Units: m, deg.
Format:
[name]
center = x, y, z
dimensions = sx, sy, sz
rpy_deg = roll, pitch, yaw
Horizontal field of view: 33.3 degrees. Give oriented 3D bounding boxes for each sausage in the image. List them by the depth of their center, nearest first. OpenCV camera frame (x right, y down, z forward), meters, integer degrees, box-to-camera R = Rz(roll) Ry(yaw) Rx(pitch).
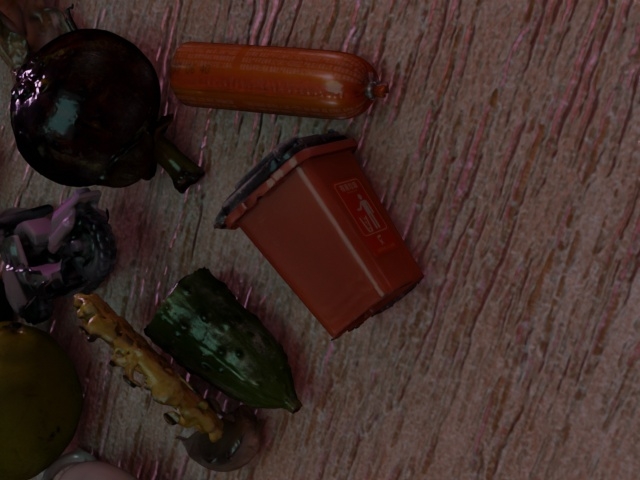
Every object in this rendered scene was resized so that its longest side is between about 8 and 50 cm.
[sausage]
center = -0.049, -0.209, 1.405
dimensions = 0.312, 0.093, 0.092
rpy_deg = 9, 102, 29

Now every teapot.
[teapot]
center = -0.319, 0.413, 1.646
dimensions = 0.298, 0.139, 0.204
rpy_deg = 20, 140, 25

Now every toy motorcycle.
[toy motorcycle]
center = -0.413, 0.007, 1.627
dimensions = 0.327, 0.143, 0.188
rpy_deg = -30, 79, 48

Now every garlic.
[garlic]
center = -0.138, 0.299, 1.562
dimensions = 0.152, 0.066, 0.084
rpy_deg = -33, 53, 27

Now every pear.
[pear]
center = -0.480, 0.255, 1.678
dimensions = 0.212, 0.212, 0.269
rpy_deg = 15, 110, 29

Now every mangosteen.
[mangosteen]
center = -0.298, -0.162, 1.519
dimensions = 0.289, 0.231, 0.231
rpy_deg = 36, 122, -21

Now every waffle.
[waffle]
center = -0.243, 0.178, 1.500
dimensions = 0.060, 0.262, 0.280
rpy_deg = -48, 29, -7

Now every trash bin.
[trash bin]
center = 0.000, 0.000, 1.371
dimensions = 0.184, 0.161, 0.238
rpy_deg = -38, 81, 31

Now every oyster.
[oyster]
center = -0.463, -0.364, 1.598
dimensions = 0.133, 0.198, 0.337
rpy_deg = -19, 107, 38

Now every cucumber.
[cucumber]
center = -0.118, 0.155, 1.486
dimensions = 0.244, 0.134, 0.134
rpy_deg = 41, 116, 15

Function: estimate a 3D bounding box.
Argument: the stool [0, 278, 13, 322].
[stool]
center = -0.628, 0.137, 1.786
dimensions = 0.232, 0.141, 0.232
rpy_deg = 6, 101, 30
